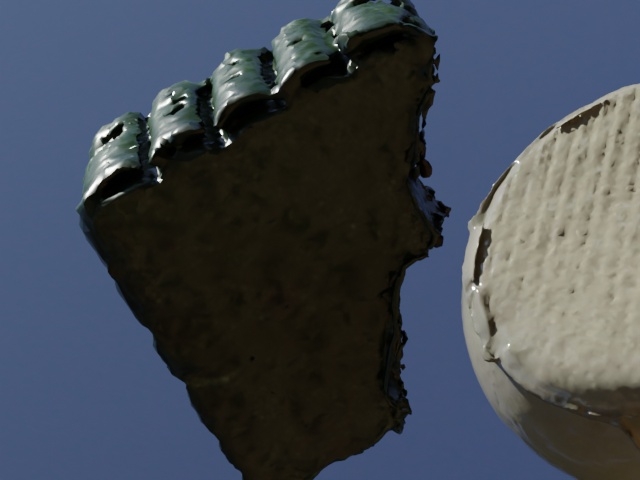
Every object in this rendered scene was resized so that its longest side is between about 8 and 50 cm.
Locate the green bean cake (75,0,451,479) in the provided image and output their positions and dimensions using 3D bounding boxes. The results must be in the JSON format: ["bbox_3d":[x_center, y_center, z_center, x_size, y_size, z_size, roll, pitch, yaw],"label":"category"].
[{"bbox_3d":[0.000,0.000,0.886,0.193,0.107,0.208,-28,-67,1],"label":"green bean cake"}]

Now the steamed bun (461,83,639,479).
[{"bbox_3d":[0.308,0.053,1.423,0.374,0.374,0.241,-54,-41,-18],"label":"steamed bun"}]
